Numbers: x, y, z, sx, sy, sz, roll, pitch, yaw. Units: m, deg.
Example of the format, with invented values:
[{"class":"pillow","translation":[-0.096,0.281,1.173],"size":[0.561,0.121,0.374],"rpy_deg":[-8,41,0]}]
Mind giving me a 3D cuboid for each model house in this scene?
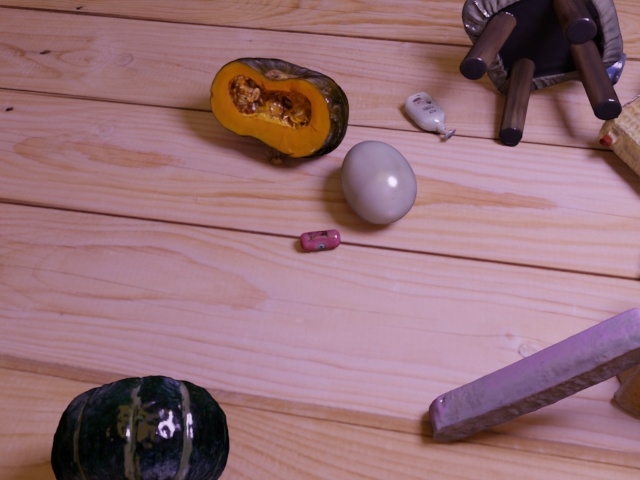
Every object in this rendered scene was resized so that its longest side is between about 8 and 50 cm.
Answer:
[{"class":"model house","translation":[0.752,-0.216,1.344],"size":[0.254,0.160,0.196],"rpy_deg":[-20,54,-10]}]

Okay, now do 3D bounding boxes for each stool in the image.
[{"class":"stool","translation":[0.486,-0.408,1.362],"size":[0.310,0.310,0.226],"rpy_deg":[-13,45,33]}]

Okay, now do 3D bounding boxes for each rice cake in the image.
[{"class":"rice cake","translation":[0.340,0.214,0.965],"size":[0.399,0.064,0.070],"rpy_deg":[-31,37,21]}]

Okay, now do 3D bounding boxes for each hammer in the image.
[{"class":"hammer","translation":[0.000,0.000,1.271],"size":[0.083,0.043,0.043],"rpy_deg":[-6,53,-4]}]

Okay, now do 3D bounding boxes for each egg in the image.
[{"class":"egg","translation":[0.118,-0.126,1.297],"size":[0.151,0.151,0.209],"rpy_deg":[-14,45,-9]}]

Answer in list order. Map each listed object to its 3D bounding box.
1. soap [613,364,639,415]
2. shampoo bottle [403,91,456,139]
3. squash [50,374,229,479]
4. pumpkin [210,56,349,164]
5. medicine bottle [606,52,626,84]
[{"class":"soap","translation":[0.593,0.193,0.957],"size":[0.174,0.274,0.089],"rpy_deg":[23,50,18]},{"class":"shampoo bottle","translation":[0.266,-0.293,1.485],"size":[0.077,0.045,0.152],"rpy_deg":[-21,56,-14]},{"class":"squash","translation":[-0.258,0.302,0.912],"size":[0.252,0.252,0.165],"rpy_deg":[-7,61,-4]},{"class":"pumpkin","translation":[-0.092,-0.284,1.403],"size":[0.317,0.221,0.139],"rpy_deg":[20,28,15]},{"class":"medicine bottle","translation":[0.662,-0.457,1.577],"size":[0.203,0.083,0.083],"rpy_deg":[17,55,17]}]
